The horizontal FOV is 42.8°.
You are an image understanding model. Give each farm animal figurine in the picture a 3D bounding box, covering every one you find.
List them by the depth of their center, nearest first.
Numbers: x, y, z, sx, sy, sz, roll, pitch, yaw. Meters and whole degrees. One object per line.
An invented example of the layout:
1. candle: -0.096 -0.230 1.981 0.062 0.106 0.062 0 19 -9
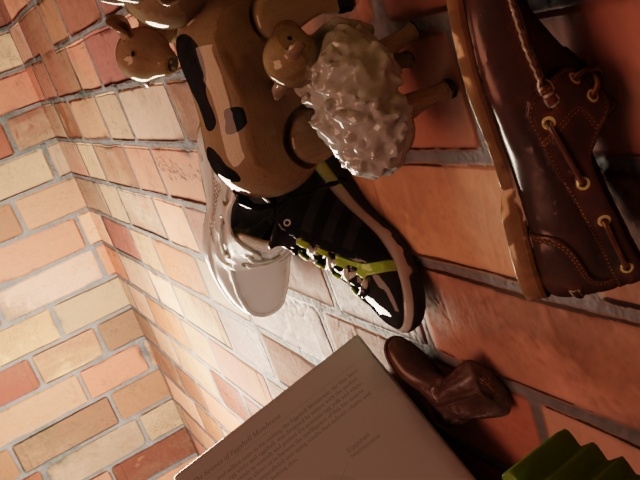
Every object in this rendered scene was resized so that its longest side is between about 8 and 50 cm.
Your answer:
1. farm animal figurine: -0.083 -0.172 0.638 0.327 0.172 0.330 65 158 -5

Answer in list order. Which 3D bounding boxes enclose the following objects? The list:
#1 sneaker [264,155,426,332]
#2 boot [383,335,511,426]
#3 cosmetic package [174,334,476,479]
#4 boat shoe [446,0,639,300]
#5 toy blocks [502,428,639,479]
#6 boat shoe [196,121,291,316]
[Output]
1. sneaker: 0.000 0.000 0.746 0.234 0.097 0.084 54 157 23
2. boot: 0.109 0.115 0.711 0.106 0.037 0.114 47 160 5
3. cosmetic package: 0.025 0.256 0.772 0.224 0.224 0.138 50 174 30
4. boat shoe: 0.125 -0.065 0.445 0.073 0.073 0.207 -11 113 29
5. toy blocks: 0.272 0.198 0.292 0.381 0.191 0.261 57 147 15
6. boat shoe: -0.073 -0.011 0.898 0.096 0.098 0.277 41 148 45
